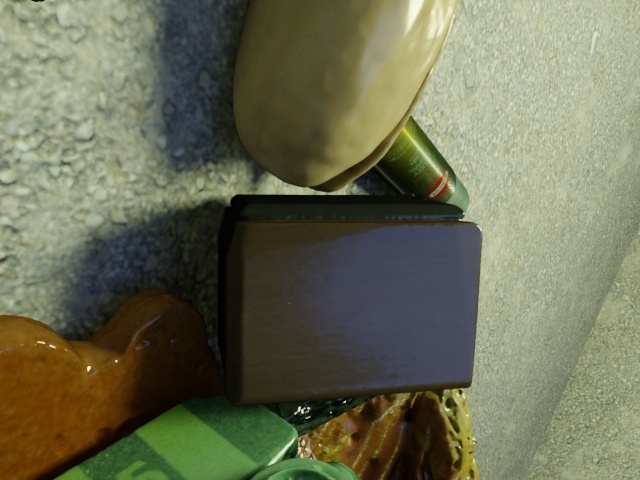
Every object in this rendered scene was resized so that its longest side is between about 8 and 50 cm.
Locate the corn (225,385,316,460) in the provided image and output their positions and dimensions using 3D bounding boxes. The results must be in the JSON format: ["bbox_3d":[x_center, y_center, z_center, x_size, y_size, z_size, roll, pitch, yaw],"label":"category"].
[{"bbox_3d":[-0.040,0.281,0.643,0.092,0.092,0.280,-26,89,-41],"label":"corn"}]

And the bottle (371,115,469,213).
[{"bbox_3d":[0.124,-0.102,0.750,0.286,0.082,0.082,32,83,-53],"label":"bottle"}]

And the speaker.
[{"bbox_3d":[0.017,0.052,0.551,0.231,0.153,0.192,0,100,-14],"label":"speaker"}]

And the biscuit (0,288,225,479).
[{"bbox_3d":[-0.269,0.222,0.445,0.455,0.078,0.349,-6,109,-50],"label":"biscuit"}]

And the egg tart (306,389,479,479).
[{"bbox_3d":[0.052,0.310,0.782,0.339,0.153,0.351,-22,102,-6],"label":"egg tart"}]

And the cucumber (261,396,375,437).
[{"bbox_3d":[0.020,0.155,0.630,0.211,0.078,0.062,-14,148,-40],"label":"cucumber"}]

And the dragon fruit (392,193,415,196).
[{"bbox_3d":[0.117,0.031,0.734,0.182,0.189,0.182,-60,-178,4],"label":"dragon fruit"}]

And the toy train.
[{"bbox_3d":[-0.103,0.249,0.416,0.299,0.238,0.167,-24,125,-45],"label":"toy train"}]

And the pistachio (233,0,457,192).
[{"bbox_3d":[0.021,-0.196,0.523,0.187,0.187,0.299,13,103,-52],"label":"pistachio"}]
